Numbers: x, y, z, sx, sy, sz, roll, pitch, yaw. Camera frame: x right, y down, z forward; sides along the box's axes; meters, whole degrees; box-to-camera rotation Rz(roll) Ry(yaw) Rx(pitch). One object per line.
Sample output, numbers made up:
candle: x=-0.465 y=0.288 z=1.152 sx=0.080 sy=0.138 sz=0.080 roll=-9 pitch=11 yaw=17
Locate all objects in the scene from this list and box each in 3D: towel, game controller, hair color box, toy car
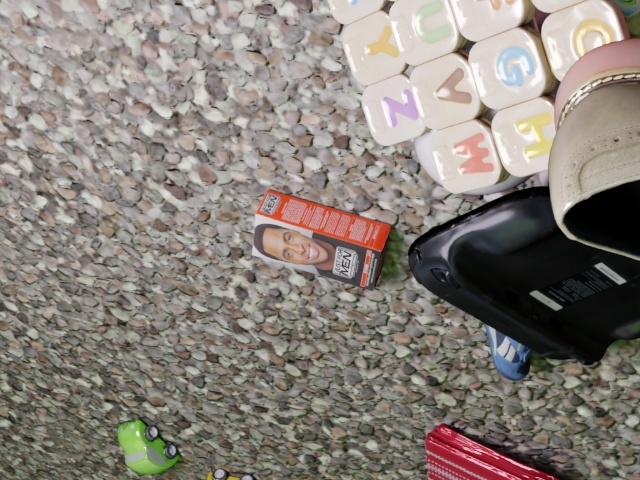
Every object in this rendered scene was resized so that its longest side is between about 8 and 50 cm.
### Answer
towel: x=0.229 y=0.359 z=1.565 sx=0.199 sy=0.031 sz=0.274 roll=22 pitch=142 yaw=27
game controller: x=0.226 y=0.039 z=1.169 sx=0.166 sy=0.067 sz=0.319 roll=-34 pitch=142 yaw=24
hair color box: x=0.000 y=0.000 z=1.318 sx=0.141 sy=0.043 sz=0.072 roll=17 pitch=139 yaw=8
toy car: x=-0.217 y=0.346 z=1.766 sx=0.239 sy=0.053 sz=0.225 roll=-20 pitch=124 yaw=37

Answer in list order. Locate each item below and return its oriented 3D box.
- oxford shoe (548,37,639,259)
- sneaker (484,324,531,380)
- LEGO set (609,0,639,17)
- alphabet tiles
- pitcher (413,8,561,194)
oxford shoe: x=0.325 y=-0.003 z=0.708 sx=0.397 sy=0.146 sz=0.140 roll=11 pitch=134 yaw=12
sneaker: x=0.215 y=0.101 z=1.324 sx=0.059 sy=0.053 sz=0.144 roll=-1 pitch=134 yaw=22
LEGO set: x=0.259 y=-0.200 z=0.906 sx=0.182 sy=0.060 sz=0.244 roll=30 pitch=169 yaw=-8
alphabet tiles: x=0.110 y=-0.182 z=0.975 sx=0.278 sy=0.021 sz=0.284 roll=-13 pitch=96 yaw=49
pitcher: x=0.183 y=-0.103 z=1.045 sx=0.177 sy=0.125 sz=0.207 roll=52 pitch=143 yaw=4
